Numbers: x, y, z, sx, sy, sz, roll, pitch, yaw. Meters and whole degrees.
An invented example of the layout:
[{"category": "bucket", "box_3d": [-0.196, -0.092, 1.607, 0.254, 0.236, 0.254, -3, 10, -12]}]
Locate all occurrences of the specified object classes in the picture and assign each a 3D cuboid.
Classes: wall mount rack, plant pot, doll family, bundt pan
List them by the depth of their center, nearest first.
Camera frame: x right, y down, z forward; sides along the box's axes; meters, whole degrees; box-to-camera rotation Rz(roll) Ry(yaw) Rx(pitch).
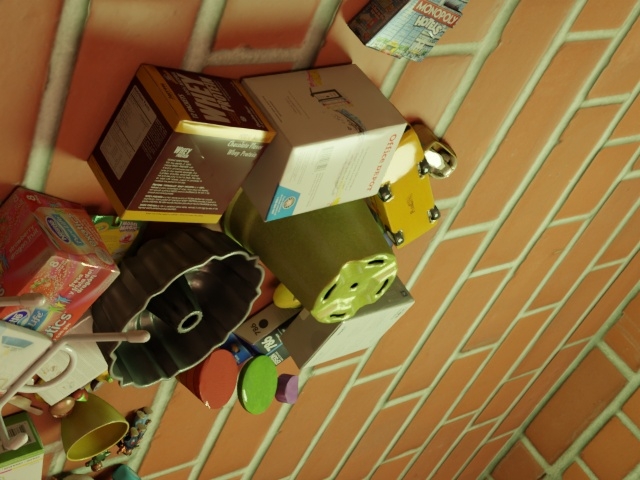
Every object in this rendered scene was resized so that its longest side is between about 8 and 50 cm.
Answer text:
[{"category": "wall mount rack", "box_3d": [-0.434, 0.164, 1.435, 0.304, 0.130, 0.350, -43, 145, 13]}, {"category": "bundt pan", "box_3d": [-0.263, 0.102, 1.781, 0.330, 0.124, 0.331, -34, 154, -19]}, {"category": "plant pot", "box_3d": [0.000, 0.000, 1.833, 0.276, 0.254, 0.276, -26, 149, -17]}, {"category": "plant pot", "box_3d": [-0.463, 0.361, 2.016, 0.134, 0.095, 0.134, -28, 156, -14]}, {"category": "doll family", "box_3d": [-0.433, 0.432, 2.180, 0.193, 0.076, 0.111, -12, 138, -41]}]

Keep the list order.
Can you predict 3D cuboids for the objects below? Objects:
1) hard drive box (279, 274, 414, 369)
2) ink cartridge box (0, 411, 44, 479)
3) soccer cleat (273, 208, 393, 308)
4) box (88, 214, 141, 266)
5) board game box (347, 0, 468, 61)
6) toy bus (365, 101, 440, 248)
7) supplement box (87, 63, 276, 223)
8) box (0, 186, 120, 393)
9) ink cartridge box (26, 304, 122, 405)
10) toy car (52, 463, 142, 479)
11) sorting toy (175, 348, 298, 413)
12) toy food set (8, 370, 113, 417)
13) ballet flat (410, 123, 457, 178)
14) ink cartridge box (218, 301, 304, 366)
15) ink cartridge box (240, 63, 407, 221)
[{"category": "hard drive box", "box_3d": [0.058, 0.167, 2.138, 0.232, 0.089, 0.181, -12, 150, -46]}, {"category": "ink cartridge box", "box_3d": [-0.649, 0.466, 1.974, 0.188, 0.097, 0.255, -15, 143, -30]}, {"category": "soccer cleat", "box_3d": [0.016, 0.035, 2.093, 0.289, 0.093, 0.121, -31, 124, -2]}, {"category": "box", "box_3d": [-0.378, 0.017, 1.677, 0.105, 0.043, 0.179, 2, 135, -47]}, {"category": "board game box", "box_3d": [0.172, -0.389, 1.655, 0.194, 0.060, 0.194, 7, 130, -50]}, {"category": "toy bus", "box_3d": [0.139, -0.117, 1.935, 0.108, 0.130, 0.333, -34, 150, -6]}, {"category": "supplement box", "box_3d": [-0.211, -0.141, 1.536, 0.191, 0.129, 0.194, 1, 134, -47]}, {"category": "box", "box_3d": [-0.475, 0.083, 1.559, 0.300, 0.154, 0.142, -45, 148, 17]}, {"category": "ink cartridge box", "box_3d": [-0.455, 0.206, 1.838, 0.179, 0.045, 0.145, -32, 137, -1]}, {"category": "toy car", "box_3d": [-0.510, 0.598, 2.228, 0.219, 0.210, 0.238, -45, 138, -6]}, {"category": "sorting toy", "box_3d": [-0.190, 0.300, 2.177, 0.365, 0.126, 0.127, 21, 77, -57]}, {"category": "toy food set", "box_3d": [-0.471, 0.289, 1.936, 0.217, 0.071, 0.128, -33, 150, -6]}, {"category": "ballet flat", "box_3d": [0.228, -0.160, 2.025, 0.080, 0.073, 0.232, -43, 150, 12]}, {"category": "ink cartridge box", "box_3d": [-0.061, 0.179, 2.220, 0.332, 0.065, 0.165, -34, 151, -2]}, {"category": "ink cartridge box", "box_3d": [-0.013, -0.166, 1.667, 0.232, 0.168, 0.171, -14, 144, -34]}]
